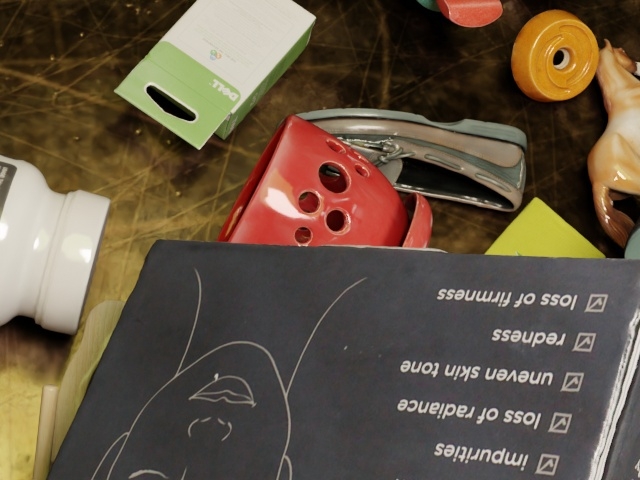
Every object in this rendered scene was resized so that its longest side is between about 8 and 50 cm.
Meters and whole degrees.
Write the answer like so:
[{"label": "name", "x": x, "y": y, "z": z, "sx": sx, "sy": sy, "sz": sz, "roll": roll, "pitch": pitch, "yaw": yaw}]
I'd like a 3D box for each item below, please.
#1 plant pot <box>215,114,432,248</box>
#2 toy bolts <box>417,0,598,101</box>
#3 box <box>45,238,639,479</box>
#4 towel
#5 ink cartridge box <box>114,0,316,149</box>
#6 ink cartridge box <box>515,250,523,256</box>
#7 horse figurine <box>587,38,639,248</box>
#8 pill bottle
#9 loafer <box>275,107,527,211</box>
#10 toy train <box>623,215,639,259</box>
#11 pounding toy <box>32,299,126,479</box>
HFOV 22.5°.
[{"label": "plant pot", "x": 0.000, "y": 0.000, "z": 1.528, "sx": 0.174, "sy": 0.191, "sz": 0.191, "roll": 27, "pitch": 62, "yaw": -9}, {"label": "toy bolts", "x": 0.192, "y": -0.269, "z": 1.756, "sx": 0.229, "sy": 0.158, "sz": 0.218, "roll": -1, "pitch": 106, "yaw": -24}, {"label": "box", "x": 0.033, "y": 0.275, "z": 1.191, "sx": 0.480, "sy": 0.297, "sz": 0.471, "roll": 3, "pitch": 59, "yaw": 39}, {"label": "towel", "x": 0.189, "y": 0.064, "z": 1.633, "sx": 0.102, "sy": 0.021, "sz": 0.237, "roll": 42, "pitch": 62, "yaw": 2}, {"label": "ink cartridge box", "x": -0.109, "y": -0.179, "z": 1.652, "sx": 0.109, "sy": 0.062, "sz": 0.209, "roll": 36, "pitch": 63, "yaw": 5}, {"label": "ink cartridge box", "x": 0.300, "y": 0.105, "z": 1.505, "sx": 0.097, "sy": 0.255, "sz": 0.188, "roll": -26, "pitch": 61, "yaw": 24}, {"label": "horse figurine", "x": 0.349, "y": -0.091, "z": 1.718, "sx": 0.174, "sy": 0.066, "sz": 0.263, "roll": 28, "pitch": 60, "yaw": -6}, {"label": "pill bottle", "x": -0.342, "y": -0.010, "z": 1.460, "sx": 0.279, "sy": 0.162, "sz": 0.162, "roll": 15, "pitch": 63, "yaw": -6}, {"label": "loafer", "x": 0.087, "y": -0.079, "z": 1.637, "sx": 0.268, "sy": 0.096, "sz": 0.084, "roll": 3, "pitch": 70, "yaw": -14}, {"label": "toy train", "x": 0.406, "y": -0.003, "z": 1.540, "sx": 0.190, "sy": 0.142, "sz": 0.334, "roll": 46, "pitch": 32, "yaw": 0}, {"label": "pounding toy", "x": -0.167, "y": 0.167, "z": 1.421, "sx": 0.154, "sy": 0.155, "sz": 0.269, "roll": 19, "pitch": 62, "yaw": 1}]
